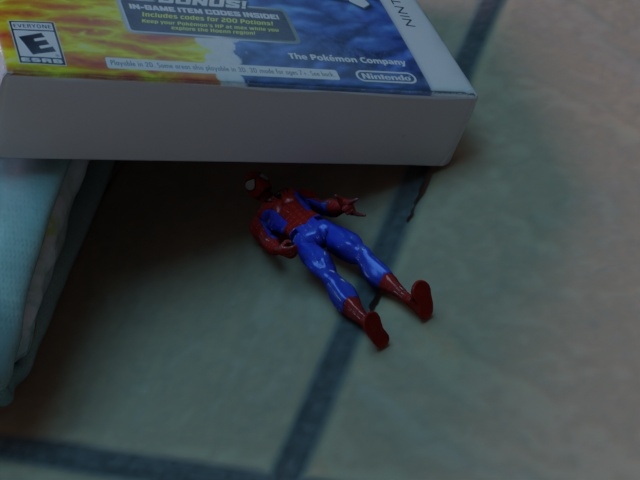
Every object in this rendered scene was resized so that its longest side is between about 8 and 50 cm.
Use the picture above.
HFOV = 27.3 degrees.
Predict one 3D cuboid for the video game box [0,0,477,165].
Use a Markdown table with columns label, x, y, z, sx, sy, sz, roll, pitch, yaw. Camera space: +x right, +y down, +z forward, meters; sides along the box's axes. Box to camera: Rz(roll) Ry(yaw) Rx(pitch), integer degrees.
| label | x | y | z | sx | sy | sz | roll | pitch | yaw |
| --- | --- | --- | --- | --- | --- | --- | --- | --- | --- |
| video game box | -0.057 | -0.109 | 0.584 | 0.205 | 0.048 | 0.187 | -1 | 42 | -26 |

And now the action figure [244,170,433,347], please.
| label | x | y | z | sx | sy | sz | roll | pitch | yaw |
| --- | --- | --- | --- | --- | --- | --- | --- | --- | --- |
| action figure | 0.000 | 0.000 | 0.543 | 0.038 | 0.030 | 0.115 | -36 | 42 | -14 |

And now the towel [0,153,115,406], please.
| label | x | y | z | sx | sy | sz | roll | pitch | yaw |
| --- | --- | --- | --- | --- | --- | --- | --- | --- | --- |
| towel | -0.246 | -0.100 | 0.612 | 0.321 | 0.090 | 0.374 | 12 | 40 | -3 |
